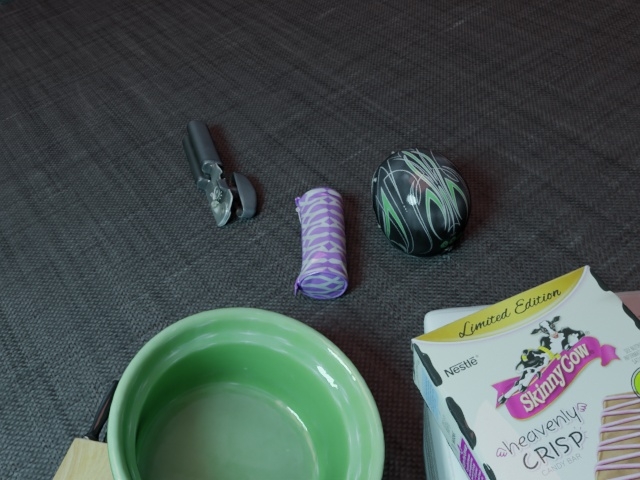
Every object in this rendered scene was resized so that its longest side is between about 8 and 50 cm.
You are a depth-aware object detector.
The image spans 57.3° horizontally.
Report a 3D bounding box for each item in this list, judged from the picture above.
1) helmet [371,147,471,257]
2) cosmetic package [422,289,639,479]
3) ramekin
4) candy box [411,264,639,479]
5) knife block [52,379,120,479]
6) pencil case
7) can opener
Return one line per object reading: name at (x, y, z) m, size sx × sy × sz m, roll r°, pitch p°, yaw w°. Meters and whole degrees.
helmet at (0.166, -0.068, 0.970) m, size 0.170 × 0.161 × 0.169 m, roll -5°, pitch 48°, yaw 5°
cosmetic package at (0.310, 0.263, 0.539) m, size 0.394 × 0.329 × 0.327 m, roll -7°, pitch 48°, yaw 5°
ramekin at (-0.093, 0.243, 0.685) m, size 0.304 × 0.148 × 0.303 m, roll 13°, pitch 46°, yaw -13°
candy box at (0.184, 0.143, 0.398) m, size 0.159 × 0.071 × 0.233 m, roll -22°, pitch 48°, yaw -8°
knife block at (-0.294, 0.316, 0.756) m, size 0.276 × 0.088 × 0.242 m, roll -28°, pitch 49°, yaw -15°
pencil case at (0.000, 0.000, 0.987) m, size 0.088 × 0.086 × 0.206 m, roll 2°, pitch 48°, yaw -6°
can opener at (-0.202, -0.136, 1.170) m, size 0.095 × 0.076 × 0.283 m, roll 5°, pitch 40°, yaw -31°
